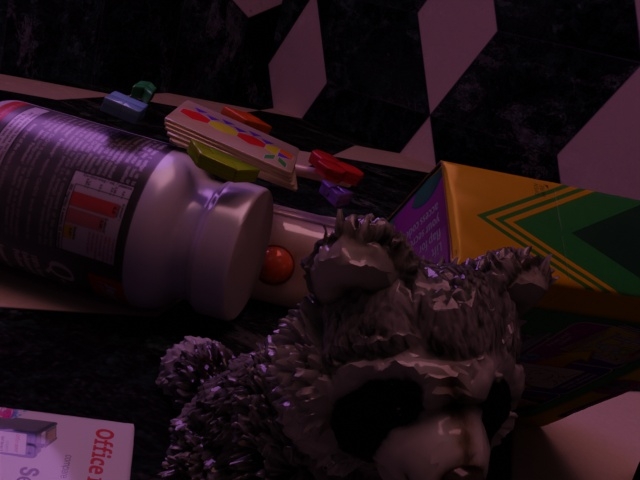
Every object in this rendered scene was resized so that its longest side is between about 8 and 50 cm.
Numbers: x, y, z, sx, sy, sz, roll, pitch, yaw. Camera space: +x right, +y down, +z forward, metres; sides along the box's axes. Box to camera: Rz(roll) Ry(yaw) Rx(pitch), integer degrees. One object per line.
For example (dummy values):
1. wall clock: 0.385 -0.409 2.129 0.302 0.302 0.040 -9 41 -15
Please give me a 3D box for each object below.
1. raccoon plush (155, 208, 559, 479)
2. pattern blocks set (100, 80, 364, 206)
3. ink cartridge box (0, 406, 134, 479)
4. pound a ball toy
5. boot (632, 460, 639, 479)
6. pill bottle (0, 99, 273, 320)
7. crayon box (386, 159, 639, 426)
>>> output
1. raccoon plush: -0.033 0.084 0.605 0.216 0.299 0.446 0 20 -41
2. pattern blocks set: -0.107 -0.123 1.021 0.325 0.026 0.285 26 19 2
3. ink cartridge box: -0.231 0.176 0.494 0.212 0.093 0.154 12 15 -13
4. pound a ball toy: 0.000 0.000 1.111 0.319 0.208 0.136 14 15 -2
5. boot: 0.391 0.267 0.762 0.165 0.077 0.213 18 21 17
6. pill bottle: -0.257 -0.033 0.993 0.363 0.210 0.210 17 15 9
7. crayon box: 0.178 0.079 0.774 0.313 0.363 0.106 10 60 -17
